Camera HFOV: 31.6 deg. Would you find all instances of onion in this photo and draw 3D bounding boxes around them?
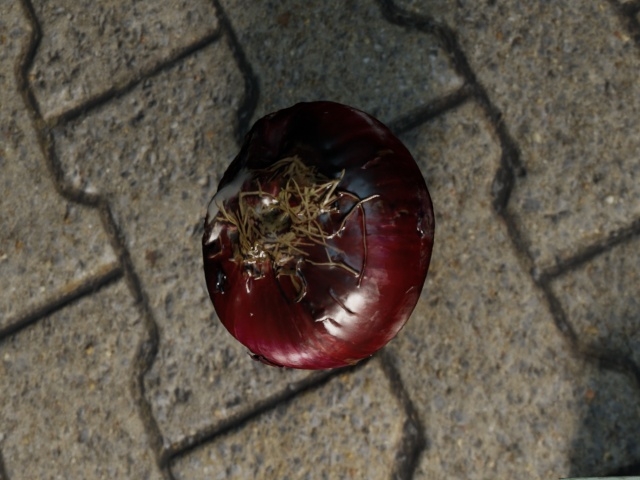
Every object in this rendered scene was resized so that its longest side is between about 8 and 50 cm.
[{"bbox_3d":[0.000,0.000,1.298,0.314,0.232,0.313,-7,79,38],"label":"onion"}]

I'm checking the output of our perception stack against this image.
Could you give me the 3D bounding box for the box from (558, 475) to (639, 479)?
[{"bbox_3d":[0.361,0.352,1.128,0.225,0.117,0.225,-4,71,14],"label":"box"}]
